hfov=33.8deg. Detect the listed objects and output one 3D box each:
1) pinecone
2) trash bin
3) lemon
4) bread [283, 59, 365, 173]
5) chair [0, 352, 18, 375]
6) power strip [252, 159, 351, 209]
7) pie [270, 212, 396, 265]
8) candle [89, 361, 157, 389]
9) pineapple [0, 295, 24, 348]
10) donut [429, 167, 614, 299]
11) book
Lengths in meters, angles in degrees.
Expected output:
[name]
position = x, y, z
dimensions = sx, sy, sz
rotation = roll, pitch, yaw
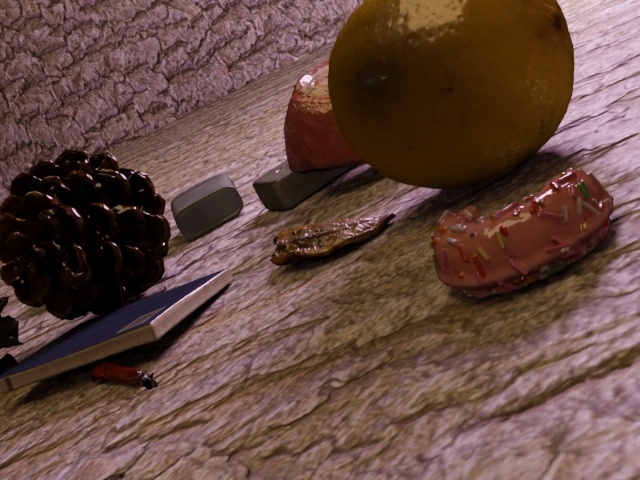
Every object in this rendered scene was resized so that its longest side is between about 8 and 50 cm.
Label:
[pinecone]
position = -0.337, 0.005, 1.480
dimensions = 0.244, 0.243, 0.257
rotation = -23, 36, 23
[trash bin]
position = -0.189, -0.058, 1.744
dimensions = 0.116, 0.059, 0.130
rotation = -30, 16, -3
[lemon]
position = 0.147, -0.184, 1.174
dimensions = 0.284, 0.260, 0.260
rotation = -34, 11, 27
[bread]
position = 0.075, -0.193, 1.488
dimensions = 0.244, 0.123, 0.190
rotation = -6, 31, 24
[chair]
position = -0.413, 0.173, 1.410
dimensions = 0.086, 0.042, 0.037
rotation = -21, 20, 29
[power strip]
position = 0.031, -0.140, 1.626
dimensions = 0.288, 0.053, 0.093
rotation = -36, 16, -23
[pie]
position = 0.000, 0.000, 1.247
dimensions = 0.170, 0.034, 0.092
rotation = -9, 22, 39
[candle]
position = -0.218, 0.148, 1.169
dimensions = 0.026, 0.021, 0.167
rotation = -38, 16, -28
[pineapple]
position = -0.513, 0.169, 1.436
dimensions = 0.119, 0.130, 0.277
rotation = -26, 14, 18
[donut]
position = 0.163, -0.003, 0.884
dimensions = 0.166, 0.065, 0.117
rotation = -25, 14, 19
[book]
position = -0.258, 0.113, 1.322
dimensions = 0.269, 0.025, 0.191
rotation = -21, 9, 29
